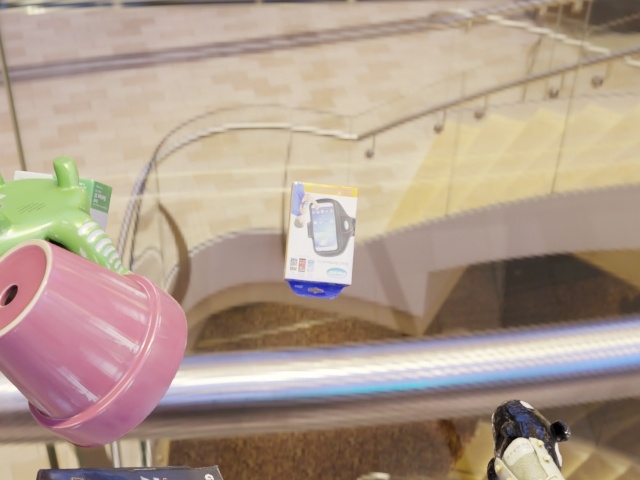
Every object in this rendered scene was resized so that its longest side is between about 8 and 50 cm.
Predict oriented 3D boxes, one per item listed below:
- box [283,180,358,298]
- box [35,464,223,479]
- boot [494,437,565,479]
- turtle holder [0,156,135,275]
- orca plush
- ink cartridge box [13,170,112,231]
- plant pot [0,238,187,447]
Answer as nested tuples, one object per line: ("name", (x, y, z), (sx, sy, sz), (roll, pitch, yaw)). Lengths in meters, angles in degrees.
("box", (0.000, 0.000, 1.262), (0.081, 0.028, 0.136), (5, 78, -6))
("box", (-0.249, 0.447, 1.523), (0.293, 0.073, 0.295), (4, 28, -26))
("boot", (0.245, 0.279, 1.135), (0.077, 0.213, 0.165), (-26, 48, 0))
("turtle holder", (-0.388, 0.025, 1.410), (0.320, 0.228, 0.243), (-8, 23, 5))
("orca plush", (0.293, 0.330, 1.604), (0.151, 0.102, 0.287), (-29, 27, 32))
("ink cartridge box", (-0.455, -0.004, 1.797), (0.153, 0.209, 0.087), (6, -5, 10))
("plant pot", (-0.278, 0.099, 1.155), (0.201, 0.180, 0.201), (-24, 43, 24))
